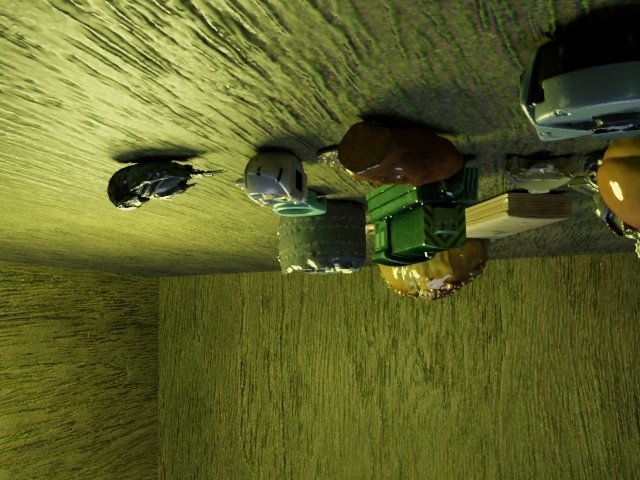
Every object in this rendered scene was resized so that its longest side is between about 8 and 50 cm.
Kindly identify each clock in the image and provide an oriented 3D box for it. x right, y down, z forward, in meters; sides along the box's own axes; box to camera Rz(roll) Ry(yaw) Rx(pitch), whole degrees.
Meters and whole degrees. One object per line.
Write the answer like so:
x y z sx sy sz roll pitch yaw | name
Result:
-0.095 -0.104 1.200 0.117 0.079 0.176 -2 175 9 | clock
-0.055 -0.084 1.505 0.108 0.045 0.147 -5 171 20 | clock

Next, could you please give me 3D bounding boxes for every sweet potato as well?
0.134 -0.126 1.033 0.252 0.097 0.097 -1 174 -39 | sweet potato

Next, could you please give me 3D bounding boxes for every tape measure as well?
0.306 -0.161 0.725 0.182 0.107 0.181 -2 180 29 | tape measure

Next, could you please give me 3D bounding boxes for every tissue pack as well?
0.450 -0.058 1.699 0.170 0.071 0.325 3 171 -15 | tissue pack

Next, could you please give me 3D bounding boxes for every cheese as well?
0.412 -0.117 1.299 0.128 0.049 0.235 -4 171 14 | cheese

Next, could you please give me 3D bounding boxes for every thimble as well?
0.000 0.000 1.696 0.237 0.172 0.205 -5 169 37 | thimble

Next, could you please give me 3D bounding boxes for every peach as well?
0.491 -0.096 0.986 0.184 0.184 0.184 -1 173 0 | peach

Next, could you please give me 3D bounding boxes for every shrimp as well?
-0.268 -0.104 1.194 0.233 0.079 0.090 -9 176 15 | shrimp

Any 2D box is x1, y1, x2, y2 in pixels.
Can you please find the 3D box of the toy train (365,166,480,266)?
0.192 -0.046 1.327 0.139 0.178 0.330 1 174 -14 | toy train

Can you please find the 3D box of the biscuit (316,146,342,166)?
0.051 -0.142 1.175 0.120 0.015 0.120 0 173 0 | biscuit

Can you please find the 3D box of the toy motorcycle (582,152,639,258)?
0.539 -0.067 1.162 0.094 0.229 0.129 -15 158 -34 | toy motorcycle

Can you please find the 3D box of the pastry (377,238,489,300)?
0.329 0.069 1.962 0.316 0.184 0.284 -11 -166 34 | pastry

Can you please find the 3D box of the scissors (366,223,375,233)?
0.222 -0.044 1.962 0.160 0.024 0.317 2 173 -20 | scissors

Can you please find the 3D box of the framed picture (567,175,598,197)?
0.696 -0.115 1.480 0.232 0.024 0.315 -5 171 37 | framed picture
